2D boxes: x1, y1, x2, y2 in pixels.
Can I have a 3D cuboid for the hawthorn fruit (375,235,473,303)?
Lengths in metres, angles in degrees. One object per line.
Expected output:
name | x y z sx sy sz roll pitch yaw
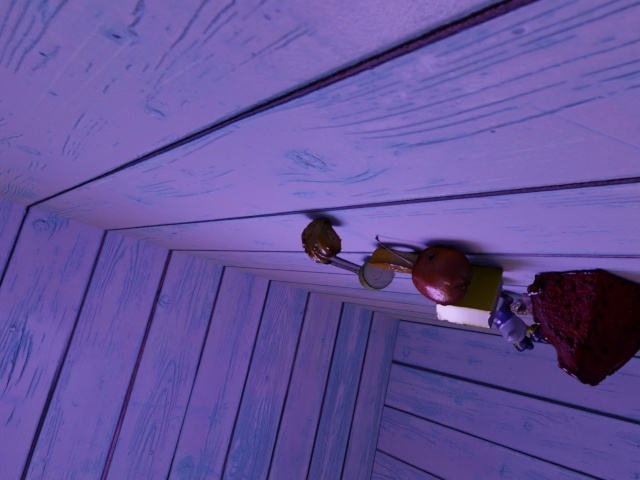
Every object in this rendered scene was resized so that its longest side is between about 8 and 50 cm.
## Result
hawthorn fruit | 0.276 0.073 1.236 0.285 0.165 0.165 19 172 24

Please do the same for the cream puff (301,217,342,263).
cream puff | 0.000 0.000 1.226 0.104 0.119 0.133 -29 -173 18

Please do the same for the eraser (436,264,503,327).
eraser | 0.440 0.155 1.300 0.158 0.226 0.069 4 122 30

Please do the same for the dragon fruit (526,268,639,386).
dragon fruit | 0.685 0.211 1.162 0.302 0.330 0.240 6 145 39

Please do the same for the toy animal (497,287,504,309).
toy animal | 0.521 0.182 1.483 0.179 0.138 0.166 17 -175 6

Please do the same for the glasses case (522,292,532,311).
glasses case | 0.826 0.239 1.593 0.193 0.070 0.102 5 165 32

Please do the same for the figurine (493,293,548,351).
figurine | 0.655 0.284 1.652 0.421 0.154 0.193 37 -152 -1

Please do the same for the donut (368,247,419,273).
donut | 0.240 0.063 1.373 0.178 0.065 0.162 10 174 26

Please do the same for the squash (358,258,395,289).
squash | 0.195 0.133 1.650 0.123 0.123 0.186 13 167 -4

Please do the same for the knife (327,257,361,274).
knife | 0.076 0.094 1.774 0.089 0.043 0.365 3 165 43

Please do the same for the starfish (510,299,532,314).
starfish | 0.851 0.281 1.844 0.236 0.062 0.277 15 165 -39
